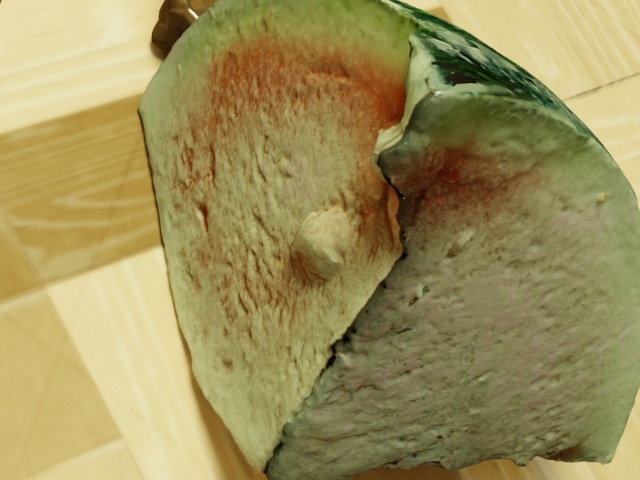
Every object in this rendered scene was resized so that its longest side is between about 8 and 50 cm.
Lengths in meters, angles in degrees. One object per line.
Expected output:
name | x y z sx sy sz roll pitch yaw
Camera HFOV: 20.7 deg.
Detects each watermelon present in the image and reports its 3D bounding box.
watermelon | 0.000 0.000 0.832 0.289 0.320 0.214 30 75 25

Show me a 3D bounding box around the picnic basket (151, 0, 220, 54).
picnic basket | -0.028 -0.162 0.980 0.110 0.055 0.193 26 53 -17
